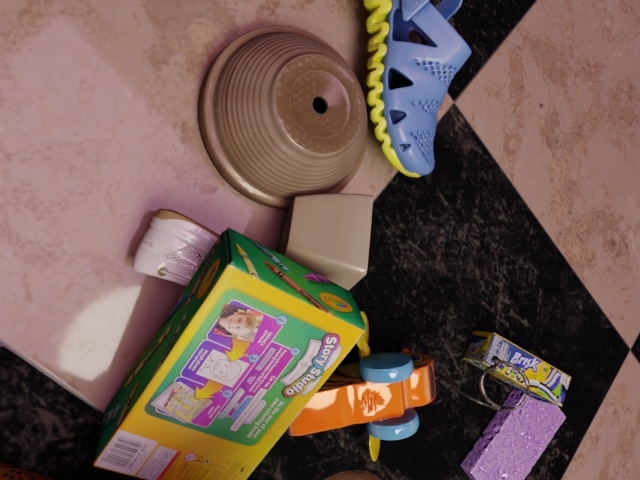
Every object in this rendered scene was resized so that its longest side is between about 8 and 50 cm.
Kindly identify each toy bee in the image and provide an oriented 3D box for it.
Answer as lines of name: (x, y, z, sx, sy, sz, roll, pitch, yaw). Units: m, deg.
toy bee: (0.097, 0.208, 0.699, 0.298, 0.162, 0.195, 15, 93, -2)

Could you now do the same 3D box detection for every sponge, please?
sponge: (0.338, 0.346, 0.875, 0.210, 0.031, 0.117, -44, 110, -19)

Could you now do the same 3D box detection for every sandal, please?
sandal: (0.137, -0.246, 0.682, 0.126, 0.138, 0.317, -19, 106, -66)

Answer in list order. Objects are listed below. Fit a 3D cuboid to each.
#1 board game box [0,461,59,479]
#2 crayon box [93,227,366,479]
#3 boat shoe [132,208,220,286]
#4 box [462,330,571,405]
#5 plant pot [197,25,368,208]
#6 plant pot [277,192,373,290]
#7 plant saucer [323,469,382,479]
board game box: (-0.230, 0.436, 0.384, 0.356, 0.356, 0.356, 33, 72, -24)
crayon box: (-0.101, 0.145, 0.549, 0.165, 0.081, 0.278, 29, 106, -25)
boat shoe: (-0.094, 0.068, 0.614, 0.277, 0.098, 0.096, 31, 81, -18)
box: (0.324, 0.211, 0.831, 0.169, 0.059, 0.054, 31, 75, -13)
plant pot: (-0.024, -0.159, 0.633, 0.237, 0.109, 0.237, -1, 92, -28)
plant pot: (0.000, 0.000, 0.644, 0.096, 0.109, 0.109, 14, 64, -12)
plant saucer: (0.040, 0.435, 0.721, 0.198, 0.036, 0.199, -1, 92, -28)
